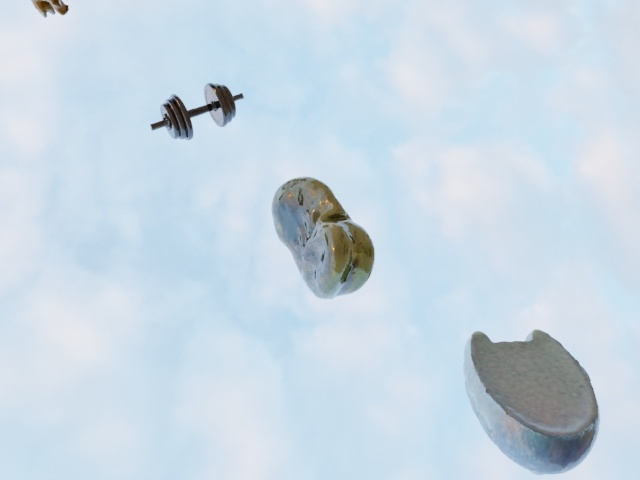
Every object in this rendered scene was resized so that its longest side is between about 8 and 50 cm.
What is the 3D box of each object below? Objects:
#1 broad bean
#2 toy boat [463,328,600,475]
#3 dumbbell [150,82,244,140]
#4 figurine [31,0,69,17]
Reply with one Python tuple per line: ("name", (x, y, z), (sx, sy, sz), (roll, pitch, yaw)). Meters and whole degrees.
("broad bean", (-0.002, 0.000, 0.960), (0.072, 0.153, 0.206), (0, -153, -31))
("toy boat", (0.369, 0.288, 1.239), (0.215, 0.123, 0.330), (0, -152, -8))
("dumbbell", (-0.253, -0.267, 1.432), (0.208, 0.099, 0.099), (-25, -99, -22))
("figurine", (-0.562, -0.618, 1.406), (0.268, 0.387, 0.401), (45, -115, -19))
